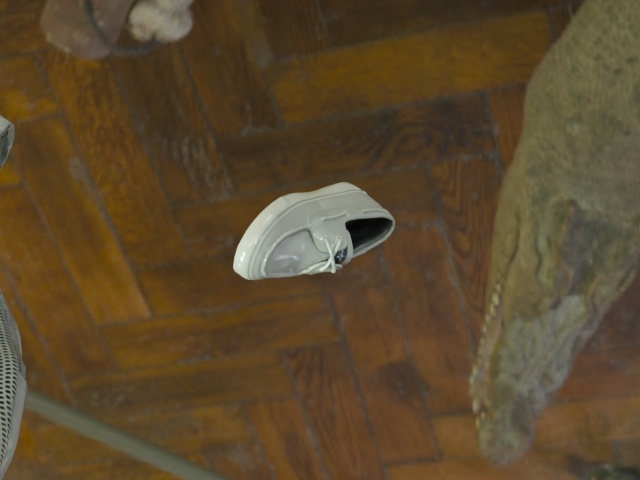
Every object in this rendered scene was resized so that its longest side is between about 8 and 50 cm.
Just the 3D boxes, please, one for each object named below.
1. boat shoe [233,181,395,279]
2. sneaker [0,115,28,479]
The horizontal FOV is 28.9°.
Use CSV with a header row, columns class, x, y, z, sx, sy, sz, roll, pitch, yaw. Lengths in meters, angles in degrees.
class,x,y,z,sx,sy,sz,roll,pitch,yaw
boat shoe,0.000,0.000,1.040,0.063,0.184,0.066,28,112,24
sneaker,-0.209,0.095,0.310,0.137,0.366,0.210,44,133,-12
